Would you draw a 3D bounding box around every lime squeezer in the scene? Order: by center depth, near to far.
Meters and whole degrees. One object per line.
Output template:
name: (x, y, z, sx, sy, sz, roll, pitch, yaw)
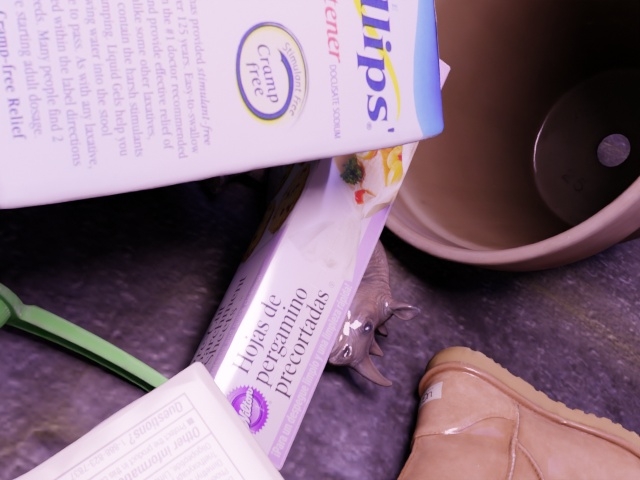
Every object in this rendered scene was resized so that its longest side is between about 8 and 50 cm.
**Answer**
lime squeezer: (-0.212, 0.051, 0.479, 0.310, 0.059, 0.110, 0, 58, -40)

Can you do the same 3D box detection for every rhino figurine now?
rhino figurine: (0.000, 0.000, 0.683, 0.106, 0.073, 0.243, -13, 69, -40)

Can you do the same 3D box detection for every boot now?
boot: (0.134, 0.227, 0.607, 0.236, 0.089, 0.269, 28, 42, -2)

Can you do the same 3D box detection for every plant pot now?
plant pot: (0.225, -0.117, 0.819, 0.280, 0.323, 0.323, 15, 48, -52)

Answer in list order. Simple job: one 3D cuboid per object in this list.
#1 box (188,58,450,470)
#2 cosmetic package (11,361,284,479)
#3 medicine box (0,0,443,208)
box: (-0.002, -0.006, 0.600, 0.063, 0.067, 0.324, 33, 64, -16)
cosmetic package: (-0.038, 0.231, 0.404, 0.160, 0.113, 0.309, -31, 81, -27)
medicine box: (-0.122, -0.112, 0.502, 0.289, 0.263, 0.149, -15, 104, -45)
